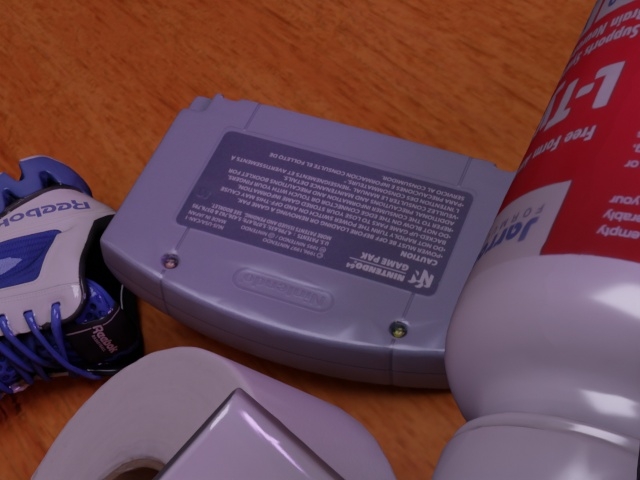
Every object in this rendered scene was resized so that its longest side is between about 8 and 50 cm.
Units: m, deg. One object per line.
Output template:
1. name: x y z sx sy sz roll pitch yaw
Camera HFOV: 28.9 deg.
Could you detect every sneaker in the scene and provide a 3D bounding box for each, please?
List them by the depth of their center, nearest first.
1. sneaker: -0.245 0.070 0.954 0.182 0.127 0.315 19 59 38

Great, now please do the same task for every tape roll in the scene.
1. tape roll: -0.082 0.206 0.697 0.286 0.100 0.286 -33 43 37

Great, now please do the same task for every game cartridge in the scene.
1. game cartridge: 0.000 0.000 0.912 0.294 0.060 0.196 16 52 16

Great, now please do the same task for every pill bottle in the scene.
1. pill bottle: 0.211 0.021 0.723 0.229 0.229 0.407 10 55 30

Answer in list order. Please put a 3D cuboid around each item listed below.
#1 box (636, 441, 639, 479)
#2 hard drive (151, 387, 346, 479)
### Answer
1. box: 0.240 0.143 0.409 0.179 0.312 0.343 -5 65 36
2. hard drive: 0.018 0.266 0.531 0.353 0.047 0.233 42 90 -2
